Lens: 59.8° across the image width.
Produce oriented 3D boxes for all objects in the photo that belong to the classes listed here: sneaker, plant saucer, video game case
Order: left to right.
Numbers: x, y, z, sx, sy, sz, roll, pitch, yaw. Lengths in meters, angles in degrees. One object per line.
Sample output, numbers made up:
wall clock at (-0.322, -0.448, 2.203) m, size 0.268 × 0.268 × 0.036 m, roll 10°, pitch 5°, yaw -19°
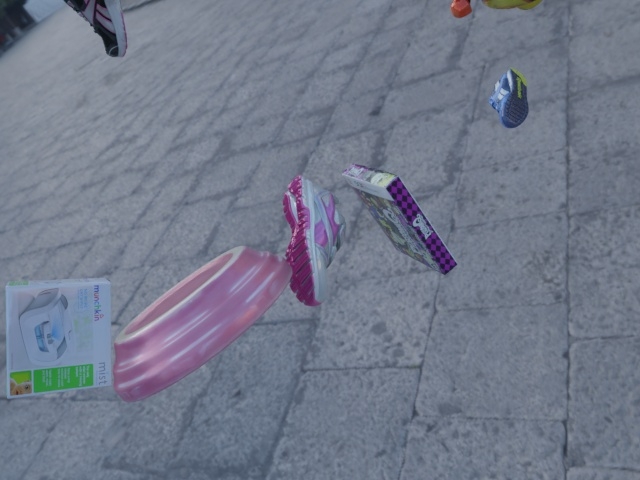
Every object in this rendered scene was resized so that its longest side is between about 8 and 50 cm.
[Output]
sneaker at (-0.321, -0.339, 0.782) m, size 0.077 × 0.178 × 0.072 m, roll -10°, pitch 58°, yaw -14°
plant saucer at (-0.201, 0.113, 0.893) m, size 0.332 × 0.084 × 0.332 m, roll -33°, pitch 12°, yaw 8°
sneaker at (0.000, 0.000, 1.044) m, size 0.103 × 0.111 × 0.252 m, roll -33°, pitch 54°, yaw 56°
video game case at (0.158, -0.048, 1.138) m, size 0.042 × 0.232 × 0.210 m, roll -41°, pitch 24°, yaw -6°
sneaker at (0.343, -0.251, 1.021) m, size 0.059 × 0.053 × 0.144 m, roll -36°, pitch 29°, yaw 49°

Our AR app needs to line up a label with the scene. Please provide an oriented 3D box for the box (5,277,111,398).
box at (-0.637, 0.229, 1.363) m, size 0.231 × 0.262 × 0.126 m, roll 0°, pitch 2°, yaw -27°

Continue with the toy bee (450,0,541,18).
toy bee at (0.183, -0.291, 0.517) m, size 0.162 × 0.195 × 0.298 m, roll -20°, pitch 31°, yaw 21°
